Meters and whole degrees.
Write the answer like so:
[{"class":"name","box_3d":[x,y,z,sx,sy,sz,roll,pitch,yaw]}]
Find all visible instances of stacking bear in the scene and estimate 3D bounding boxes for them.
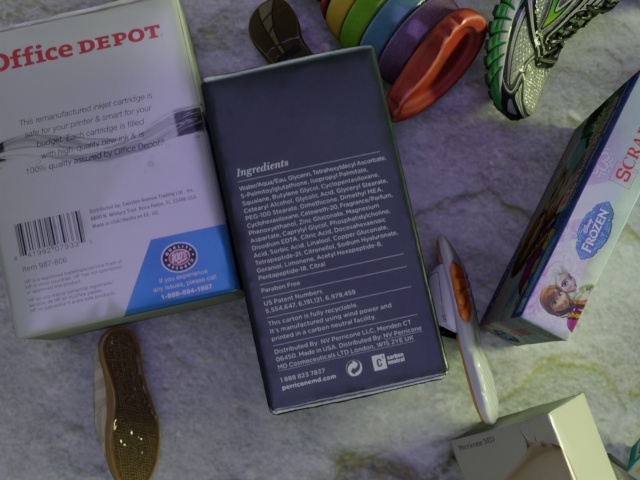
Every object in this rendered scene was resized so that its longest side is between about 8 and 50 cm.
[{"class":"stacking bear","box_3d":[0.068,-0.321,1.488,0.289,0.164,0.175,44,118,15]}]

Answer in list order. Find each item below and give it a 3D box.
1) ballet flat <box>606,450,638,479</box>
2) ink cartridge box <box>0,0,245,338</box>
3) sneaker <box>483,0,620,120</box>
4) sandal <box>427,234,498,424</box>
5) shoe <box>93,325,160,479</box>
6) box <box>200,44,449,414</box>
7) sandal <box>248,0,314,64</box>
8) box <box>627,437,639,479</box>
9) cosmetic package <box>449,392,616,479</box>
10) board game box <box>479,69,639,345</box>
[{"class":"ballet flat","box_3d":[0.362,0.294,1.478,0.168,0.057,0.052,41,56,1]},{"class":"ink cartridge box","box_3d":[-0.277,-0.090,1.449,0.285,0.166,0.395,-12,84,-1]},{"class":"sneaker","box_3d":[0.320,-0.316,1.453,0.146,0.134,0.343,26,108,19]},{"class":"sandal","box_3d":[0.166,0.117,1.443,0.076,0.102,0.265,-17,64,15]},{"class":"shoe","box_3d":[-0.263,0.224,1.475,0.076,0.058,0.219,-5,87,-32]},{"class":"box","box_3d":[0.000,0.000,1.379,0.212,0.293,0.395,-13,84,-2]},{"class":"sandal","box_3d":[-0.043,-0.259,1.526,0.072,0.049,0.180,-31,67,-3]},{"class":"box","box_3d":[0.534,0.326,1.440,0.244,0.060,0.100,34,125,3]},{"class":"cosmetic package","box_3d":[0.302,0.368,1.397,0.160,0.113,0.309,-26,83,37]},{"class":"board game box","box_3d":[0.314,-0.024,1.373,0.066,0.318,0.319,27,83,3]}]
